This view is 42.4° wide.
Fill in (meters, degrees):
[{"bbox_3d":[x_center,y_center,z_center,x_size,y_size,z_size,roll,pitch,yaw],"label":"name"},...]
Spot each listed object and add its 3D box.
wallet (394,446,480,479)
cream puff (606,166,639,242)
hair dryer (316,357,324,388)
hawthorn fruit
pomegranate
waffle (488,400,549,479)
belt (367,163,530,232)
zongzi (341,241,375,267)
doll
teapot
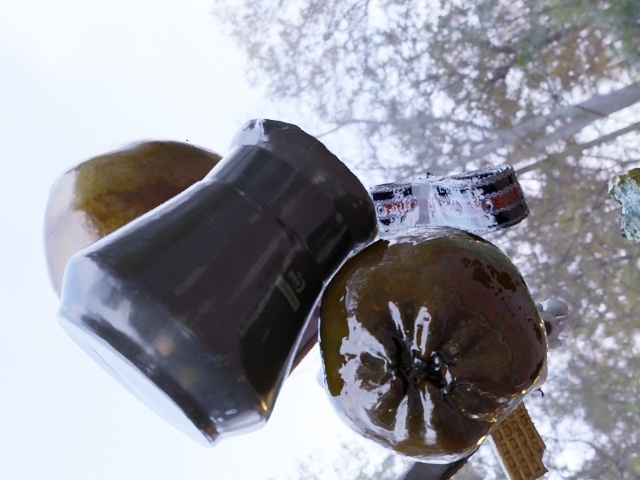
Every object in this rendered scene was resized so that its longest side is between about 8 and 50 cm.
[{"bbox_3d":[0.304,0.579,2.140,0.255,0.137,0.031,-35,-62,-36],"label":"wallet"},{"bbox_3d":[0.625,-0.069,1.563,0.121,0.156,0.156,-25,-88,-31],"label":"cream puff"},{"bbox_3d":[0.105,0.180,1.894,0.123,0.312,0.340,31,-113,1],"label":"hair dryer"},{"bbox_3d":[0.135,0.107,1.005,0.268,0.267,0.301,60,-165,-11],"label":"hawthorn fruit"},{"bbox_3d":[-0.307,-0.005,1.477,0.416,0.416,0.417,30,-131,-42],"label":"pomegranate"},{"bbox_3d":[0.330,0.339,1.382,0.092,0.021,0.135,-24,-97,-23],"label":"waffle"},{"bbox_3d":[0.205,-0.064,1.369,0.126,0.359,0.094,-18,-82,-23],"label":"belt"},{"bbox_3d":[0.000,0.000,1.806,0.228,0.256,0.115,-87,4,-51],"label":"zongzi"},{"bbox_3d":[0.365,0.164,1.548,0.208,0.144,0.271,51,-141,-4],"label":"doll"},{"bbox_3d":[-0.101,0.063,1.052,0.362,0.305,0.376,-49,-39,-21],"label":"teapot"}]
